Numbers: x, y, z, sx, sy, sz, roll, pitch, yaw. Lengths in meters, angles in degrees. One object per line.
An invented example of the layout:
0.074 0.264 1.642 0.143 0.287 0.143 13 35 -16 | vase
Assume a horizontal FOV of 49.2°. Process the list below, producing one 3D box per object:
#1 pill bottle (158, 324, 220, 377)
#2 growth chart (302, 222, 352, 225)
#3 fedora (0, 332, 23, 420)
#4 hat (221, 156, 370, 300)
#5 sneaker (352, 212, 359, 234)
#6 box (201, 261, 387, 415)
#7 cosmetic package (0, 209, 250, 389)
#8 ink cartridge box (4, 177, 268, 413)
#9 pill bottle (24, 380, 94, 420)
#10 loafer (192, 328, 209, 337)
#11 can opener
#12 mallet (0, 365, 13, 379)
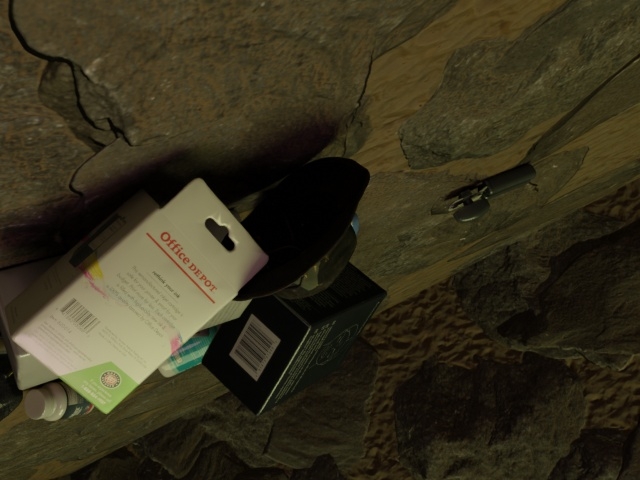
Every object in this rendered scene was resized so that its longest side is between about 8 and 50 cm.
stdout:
-0.320 0.249 1.864 0.264 0.146 0.146 -23 164 -6 | pill bottle
-0.061 -0.005 1.493 0.237 0.021 0.172 -31 -156 -7 | growth chart
-0.737 0.318 1.437 0.334 0.152 0.334 -23 165 -7 | fedora
-0.025 0.011 1.220 0.331 0.331 0.134 -30 120 18 | hat
0.000 0.000 1.661 0.090 0.081 0.232 -21 166 -40 | sneaker
-0.058 0.217 1.786 0.395 0.212 0.293 -13 138 -58 | box
-0.356 0.109 1.316 0.453 0.161 0.230 -17 162 -28 | cosmetic package
-0.280 0.068 1.097 0.353 0.119 0.207 -42 122 -8 | ink cartridge box
-0.730 0.447 1.957 0.108 0.108 0.180 -31 163 21 | pill bottle
-0.425 0.241 1.709 0.320 0.111 0.112 -18 -178 -20 | loafer
0.490 -0.126 1.977 0.284 0.095 0.076 -21 165 -14 | can opener
-0.587 0.225 1.447 0.062 0.039 0.189 -40 -174 47 | mallet
